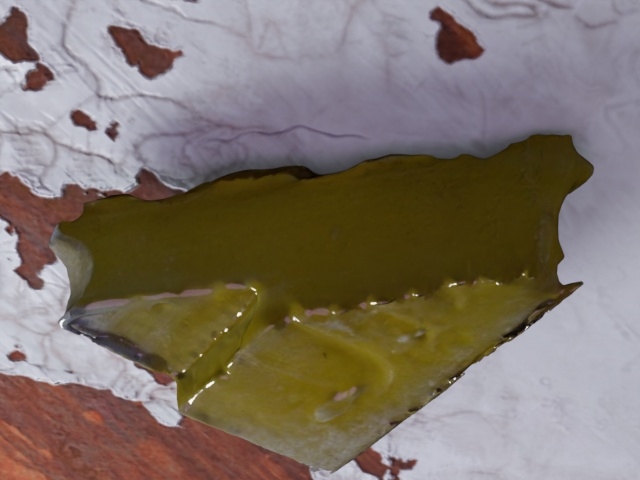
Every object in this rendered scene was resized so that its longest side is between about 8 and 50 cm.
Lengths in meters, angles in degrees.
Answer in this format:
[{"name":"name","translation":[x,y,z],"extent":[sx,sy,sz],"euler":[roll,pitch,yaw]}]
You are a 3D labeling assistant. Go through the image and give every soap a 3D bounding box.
[{"name":"soap","translation":[0.000,0.000,1.467],"extent":[0.304,0.169,0.339],"euler":[27,129,-28]}]
